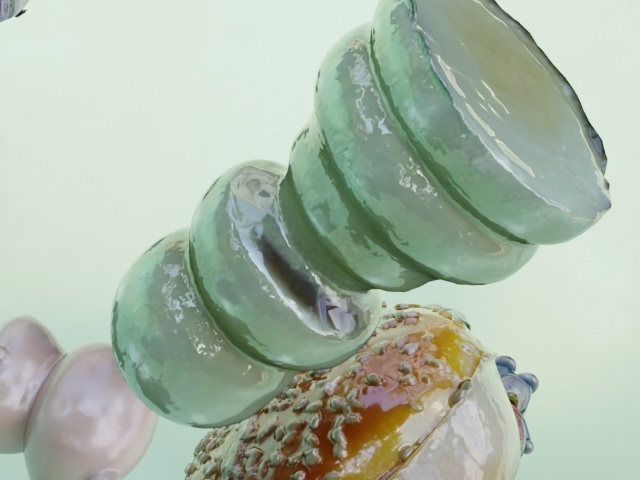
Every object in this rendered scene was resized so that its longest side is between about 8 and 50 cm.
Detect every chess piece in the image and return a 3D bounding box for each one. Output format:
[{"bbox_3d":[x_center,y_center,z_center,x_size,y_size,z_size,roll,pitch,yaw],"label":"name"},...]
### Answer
[{"bbox_3d":[0.000,0.000,0.639,0.133,0.243,0.133,35,34,-28],"label":"chess piece"}]

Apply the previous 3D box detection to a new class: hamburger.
[{"bbox_3d":[0.013,0.130,0.819,0.237,0.237,0.147,-33,88,-44],"label":"hamburger"}]

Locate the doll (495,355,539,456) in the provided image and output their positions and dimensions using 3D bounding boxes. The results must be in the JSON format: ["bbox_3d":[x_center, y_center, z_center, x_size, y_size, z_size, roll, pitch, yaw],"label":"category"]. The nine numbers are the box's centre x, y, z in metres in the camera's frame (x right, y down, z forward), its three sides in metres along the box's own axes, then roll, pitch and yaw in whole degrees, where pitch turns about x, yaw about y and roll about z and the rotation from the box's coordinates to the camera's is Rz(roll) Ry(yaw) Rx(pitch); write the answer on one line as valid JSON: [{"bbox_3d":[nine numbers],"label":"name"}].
[{"bbox_3d":[0.186,0.197,1.505,0.114,0.085,0.152,38,51,-5],"label":"doll"}]

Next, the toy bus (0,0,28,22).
[{"bbox_3d":[-0.344,-0.255,1.222,0.199,0.096,0.108,15,28,17],"label":"toy bus"}]

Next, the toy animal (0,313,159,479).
[{"bbox_3d":[-0.315,0.191,1.647,0.221,0.229,0.210,41,57,-22],"label":"toy animal"}]
